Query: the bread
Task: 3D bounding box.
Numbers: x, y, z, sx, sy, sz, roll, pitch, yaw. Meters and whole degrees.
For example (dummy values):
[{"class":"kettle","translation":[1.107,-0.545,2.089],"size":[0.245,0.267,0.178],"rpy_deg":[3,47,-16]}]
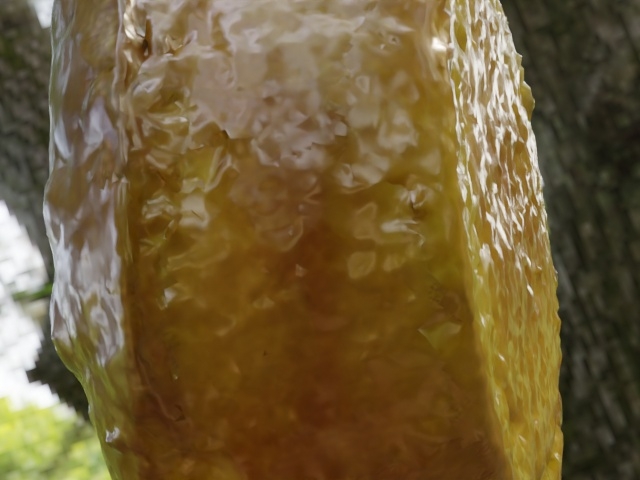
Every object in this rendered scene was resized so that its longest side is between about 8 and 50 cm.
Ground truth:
[{"class":"bread","translation":[0.000,-0.004,0.745],"size":[0.172,0.312,0.312],"rpy_deg":[-9,-10,10]}]
